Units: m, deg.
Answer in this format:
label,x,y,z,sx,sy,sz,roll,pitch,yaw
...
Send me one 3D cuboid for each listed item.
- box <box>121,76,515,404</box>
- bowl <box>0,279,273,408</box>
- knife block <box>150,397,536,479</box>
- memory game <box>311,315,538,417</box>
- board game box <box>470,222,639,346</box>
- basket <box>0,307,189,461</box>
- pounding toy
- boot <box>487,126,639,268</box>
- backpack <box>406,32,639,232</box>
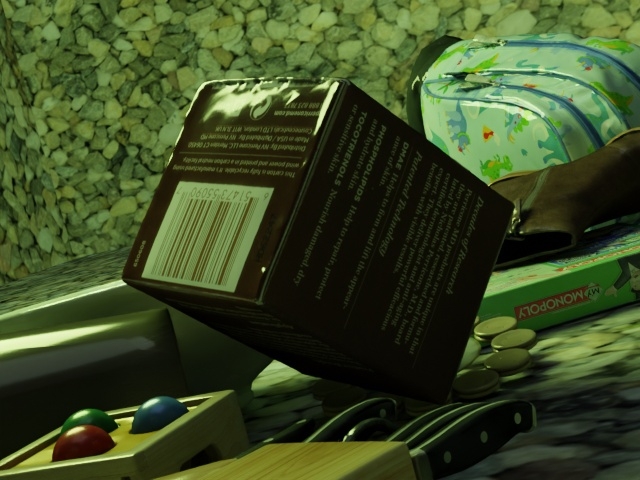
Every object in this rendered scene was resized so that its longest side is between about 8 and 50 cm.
label,x,y,z,sx,sy,sz,roll,pitch,yaw
box,0.000,0.000,1.017,0.168,0.167,0.203,6,-19,48
bowl,-0.142,0.095,1.210,0.297,0.134,0.298,-15,1,0
knife block,0.003,0.145,0.622,0.242,0.088,0.276,-16,5,-1
memory game,0.082,0.100,1.099,0.186,0.012,0.186,-14,15,4
board game box,0.181,0.049,1.312,0.317,0.046,0.213,-15,7,-7
basket,-0.208,0.134,1.005,0.226,0.154,0.204,-12,1,-8
pounding toy,-0.101,0.150,0.813,0.206,0.094,0.181,-13,6,26
boot,0.269,-0.032,1.374,0.248,0.090,0.207,-11,18,22
backpack,0.271,-0.110,1.643,0.355,0.290,0.273,-2,21,39
